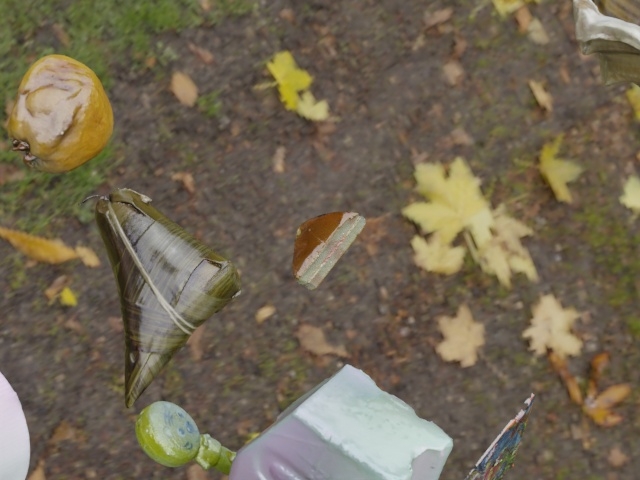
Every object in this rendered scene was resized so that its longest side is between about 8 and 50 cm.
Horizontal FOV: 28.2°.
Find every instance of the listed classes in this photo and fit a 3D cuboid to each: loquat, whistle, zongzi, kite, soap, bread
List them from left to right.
[{"bbox_3d":[-0.304,-0.142,1.470,0.113,0.137,0.137,19,54,17],"label":"loquat"},{"bbox_3d":[-0.272,0.066,1.763,0.248,0.111,0.241,37,79,18],"label":"zongzi"},{"bbox_3d":[-0.196,0.315,1.939,0.198,0.057,0.104,32,30,-28],"label":"whistle"},{"bbox_3d":[-0.004,0.394,1.834,0.261,0.446,0.156,34,39,22],"label":"soap"},{"bbox_3d":[0.000,0.000,1.508,0.109,0.062,0.043,-49,138,2],"label":"bread"},{"bbox_3d":[0.136,0.197,1.048,0.009,0.189,0.232,36,26,20],"label":"kite"}]

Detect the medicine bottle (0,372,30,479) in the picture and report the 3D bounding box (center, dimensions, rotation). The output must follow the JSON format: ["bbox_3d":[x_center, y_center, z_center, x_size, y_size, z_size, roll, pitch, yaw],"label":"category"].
[{"bbox_3d":[-0.515,0.260,1.429,0.325,0.256,0.256,-19,86,-54],"label":"medicine bottle"}]

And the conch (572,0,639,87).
[{"bbox_3d":[0.325,-0.196,1.094,0.263,0.186,0.324,7,52,-14],"label":"conch"}]
